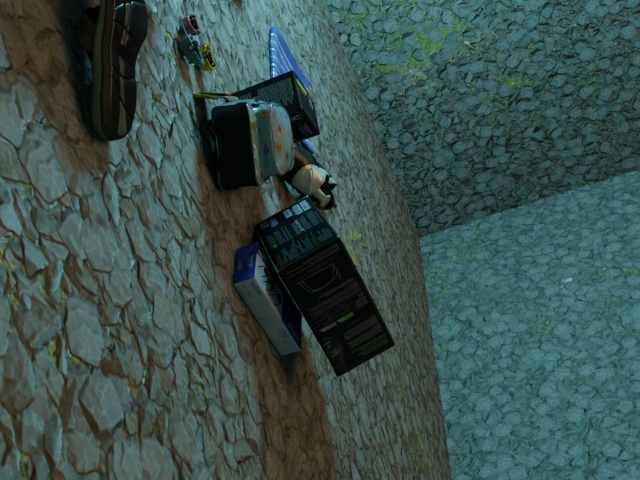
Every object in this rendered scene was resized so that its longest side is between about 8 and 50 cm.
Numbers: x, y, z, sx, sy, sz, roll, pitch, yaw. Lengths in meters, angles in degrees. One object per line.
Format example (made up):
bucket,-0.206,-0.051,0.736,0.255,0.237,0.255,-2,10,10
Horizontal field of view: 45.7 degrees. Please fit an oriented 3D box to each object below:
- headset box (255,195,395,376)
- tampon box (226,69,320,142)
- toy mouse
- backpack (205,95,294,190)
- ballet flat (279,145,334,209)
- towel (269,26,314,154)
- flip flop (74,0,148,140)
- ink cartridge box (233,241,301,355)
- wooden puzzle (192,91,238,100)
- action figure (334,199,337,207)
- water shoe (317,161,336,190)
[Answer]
headset box,0.009,0.091,1.495,0.283,0.131,0.246,61,-2,-26
tampon box,-0.100,-0.269,1.625,0.120,0.161,0.101,47,29,-62
toy mouse,-0.248,-0.385,1.460,0.143,0.031,0.161,42,33,-65
backpack,-0.126,-0.189,1.448,0.188,0.144,0.165,-73,154,-77
ballet flat,-0.024,-0.149,1.882,0.096,0.095,0.280,45,2,26
towel,-0.081,-0.431,2.174,0.243,0.040,0.336,57,20,-45
flip flop,-0.297,-0.269,1.047,0.112,0.080,0.277,44,46,-73
ink cartridge box,-0.094,0.111,1.414,0.097,0.046,0.207,-91,159,-49
wooden puzzle,-0.198,-0.276,1.447,0.116,0.079,0.014,-71,170,-78
action figure,0.026,-0.131,2.246,0.115,0.030,0.038,59,14,-50
water shoe,-0.017,-0.177,2.083,0.080,0.073,0.203,53,5,13
